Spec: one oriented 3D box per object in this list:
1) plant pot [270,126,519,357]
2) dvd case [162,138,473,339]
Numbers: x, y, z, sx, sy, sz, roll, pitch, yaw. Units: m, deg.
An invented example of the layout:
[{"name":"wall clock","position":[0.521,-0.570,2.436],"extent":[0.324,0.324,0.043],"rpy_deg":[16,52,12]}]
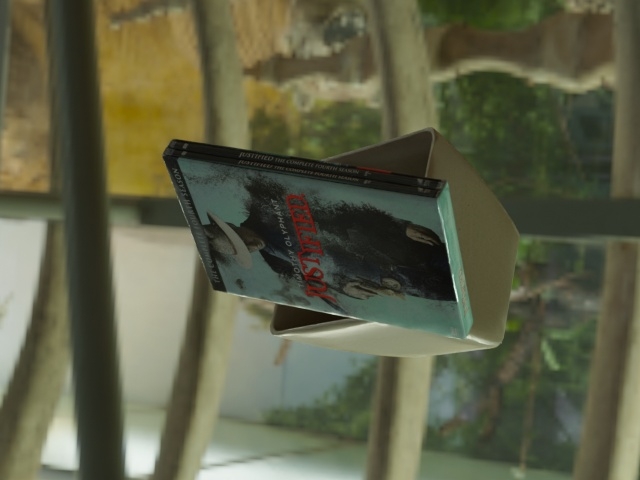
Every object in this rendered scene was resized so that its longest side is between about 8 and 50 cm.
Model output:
[{"name":"plant pot","position":[0.051,0.015,0.798],"extent":[0.096,0.109,0.109],"rpy_deg":[28,153,-34]},{"name":"dvd case","position":[0.000,0.000,0.575],"extent":[0.119,0.013,0.087],"rpy_deg":[11,142,23]}]
